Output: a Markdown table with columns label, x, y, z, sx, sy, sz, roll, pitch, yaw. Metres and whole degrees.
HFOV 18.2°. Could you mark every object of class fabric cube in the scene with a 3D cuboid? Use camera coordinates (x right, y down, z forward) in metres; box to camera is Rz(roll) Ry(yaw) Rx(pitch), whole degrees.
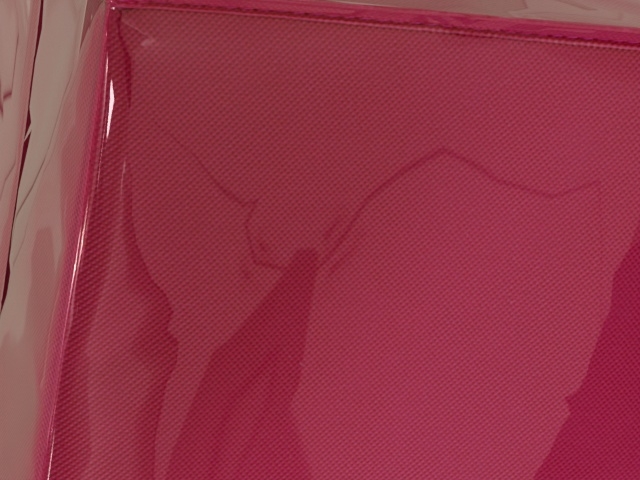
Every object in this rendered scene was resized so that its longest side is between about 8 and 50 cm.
| label | x | y | z | sx | sy | sz | roll | pitch | yaw |
| --- | --- | --- | --- | --- | --- | --- | --- | --- | --- |
| fabric cube | 0.000 | 0.000 | 0.771 | 0.259 | 0.254 | 0.258 | -123 | 39 | -63 |
